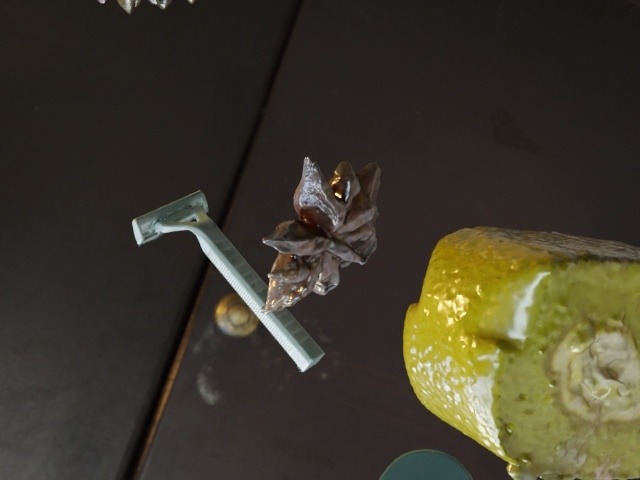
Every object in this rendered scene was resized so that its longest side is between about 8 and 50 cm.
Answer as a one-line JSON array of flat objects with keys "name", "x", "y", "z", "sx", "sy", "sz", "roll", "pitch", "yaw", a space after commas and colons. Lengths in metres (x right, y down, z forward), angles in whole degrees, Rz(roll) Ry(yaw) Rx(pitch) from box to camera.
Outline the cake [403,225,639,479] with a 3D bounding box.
[{"name": "cake", "x": 0.191, "y": 0.087, "z": 0.713, "sx": 0.156, "sy": 0.261, "sz": 0.179, "roll": 18, "pitch": 102, "yaw": 59}]

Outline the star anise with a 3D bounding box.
[{"name": "star anise", "x": 0.000, "y": 0.000, "z": 0.930, "sx": 0.195, "sy": 0.065, "sz": 0.182, "roll": -54, "pitch": -27, "yaw": 5}]

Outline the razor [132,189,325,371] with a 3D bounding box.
[{"name": "razor", "x": -0.097, "y": 0.045, "z": 1.098, "sx": 0.111, "sy": 0.278, "sz": 0.056, "roll": -29, "pitch": -26, "yaw": -42}]

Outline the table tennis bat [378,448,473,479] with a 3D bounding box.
[{"name": "table tennis bat", "x": 0.099, "y": 0.339, "z": 1.083, "sx": 0.201, "sy": 0.124, "sz": 0.033, "roll": -48, "pitch": -28, "yaw": -6}]

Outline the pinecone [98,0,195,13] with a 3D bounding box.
[{"name": "pinecone", "x": -0.193, "y": -0.468, "z": 1.118, "sx": 0.398, "sy": 0.398, "sz": 0.397, "roll": -160, "pitch": 90, "yaw": -84}]
